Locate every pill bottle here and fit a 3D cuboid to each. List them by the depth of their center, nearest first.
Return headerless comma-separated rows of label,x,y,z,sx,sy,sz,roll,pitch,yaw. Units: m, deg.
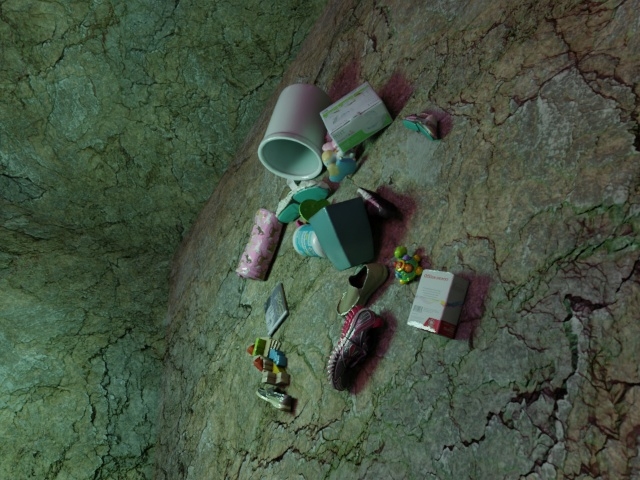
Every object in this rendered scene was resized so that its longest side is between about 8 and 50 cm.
pill bottle,0.000,0.000,1.964,0.264,0.146,0.146,0,69,60

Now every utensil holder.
utensil holder,-0.111,-0.559,2.364,0.328,0.328,0.385,-26,43,50

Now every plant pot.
plant pot,0.095,-0.015,1.729,0.166,0.166,0.234,-35,74,62

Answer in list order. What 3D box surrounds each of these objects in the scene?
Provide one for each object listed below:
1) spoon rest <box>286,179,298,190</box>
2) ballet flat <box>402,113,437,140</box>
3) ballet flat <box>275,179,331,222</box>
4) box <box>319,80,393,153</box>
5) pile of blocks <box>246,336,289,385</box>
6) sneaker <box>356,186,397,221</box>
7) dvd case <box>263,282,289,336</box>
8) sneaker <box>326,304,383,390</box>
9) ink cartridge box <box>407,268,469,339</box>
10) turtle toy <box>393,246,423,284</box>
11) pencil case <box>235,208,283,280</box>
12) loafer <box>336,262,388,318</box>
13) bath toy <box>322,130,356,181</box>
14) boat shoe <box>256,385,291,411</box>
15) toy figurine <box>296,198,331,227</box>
spoon rest,-0.133,-0.327,2.493,0.137,0.084,0.276,-53,32,23
ballet flat,0.387,-0.438,1.723,0.079,0.077,0.221,-42,32,4
ballet flat,-0.100,-0.224,2.296,0.409,0.147,0.146,-30,45,47
box,0.153,-0.547,2.036,0.262,0.126,0.231,-32,40,11
pile of blocks,-0.244,0.512,2.036,0.362,0.113,0.148,27,93,61
sneaker,0.194,-0.092,1.775,0.281,0.107,0.162,-122,52,-66
dvd case,-0.217,0.332,2.221,0.164,0.018,0.221,-53,32,23
sneaker,0.111,0.371,1.549,0.112,0.121,0.299,23,98,31
ink cartridge box,0.340,0.181,1.335,0.127,0.072,0.175,6,74,61
turtle toy,0.279,0.078,1.520,0.095,0.066,0.130,-42,37,37
pencil case,-0.324,0.029,2.477,0.167,0.160,0.386,-4,67,68
loafer,0.131,0.175,1.671,0.268,0.092,0.102,-54,31,22
bath toy,0.076,-0.419,2.169,0.348,0.152,0.129,-94,17,-48
boat shoe,-0.184,0.635,1.888,0.224,0.080,0.073,3,67,54
toy figurine,-0.046,-0.107,2.165,0.130,0.173,0.159,52,146,10
